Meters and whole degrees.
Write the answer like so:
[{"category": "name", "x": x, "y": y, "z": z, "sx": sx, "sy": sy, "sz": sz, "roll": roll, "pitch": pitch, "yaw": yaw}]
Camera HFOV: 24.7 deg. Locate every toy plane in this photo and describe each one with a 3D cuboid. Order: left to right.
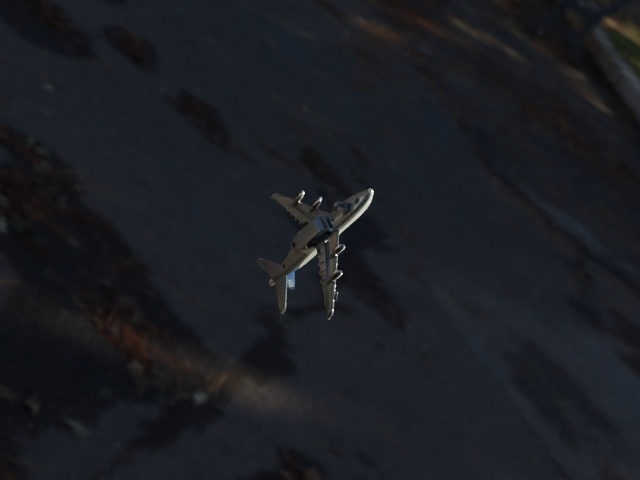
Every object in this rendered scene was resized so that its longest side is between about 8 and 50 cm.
[{"category": "toy plane", "x": -0.002, "y": 0.000, "z": 0.737, "sx": 0.024, "sy": 0.084, "sz": 0.078, "roll": 1, "pitch": 53, "yaw": -40}]
